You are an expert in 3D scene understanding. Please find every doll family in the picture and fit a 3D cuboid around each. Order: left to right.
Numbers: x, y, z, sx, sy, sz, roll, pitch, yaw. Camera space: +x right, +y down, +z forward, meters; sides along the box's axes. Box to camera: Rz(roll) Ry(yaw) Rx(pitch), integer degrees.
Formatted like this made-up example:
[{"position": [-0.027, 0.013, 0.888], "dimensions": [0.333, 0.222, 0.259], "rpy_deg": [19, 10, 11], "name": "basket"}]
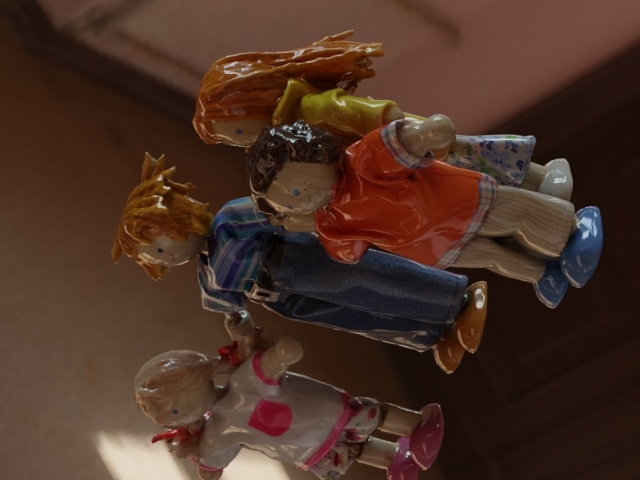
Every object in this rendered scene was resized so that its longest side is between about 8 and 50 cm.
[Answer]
[{"position": [0.000, 0.000, 0.798], "dimensions": [0.163, 0.263, 0.118], "rpy_deg": [17, 50, -11], "name": "doll family"}]
